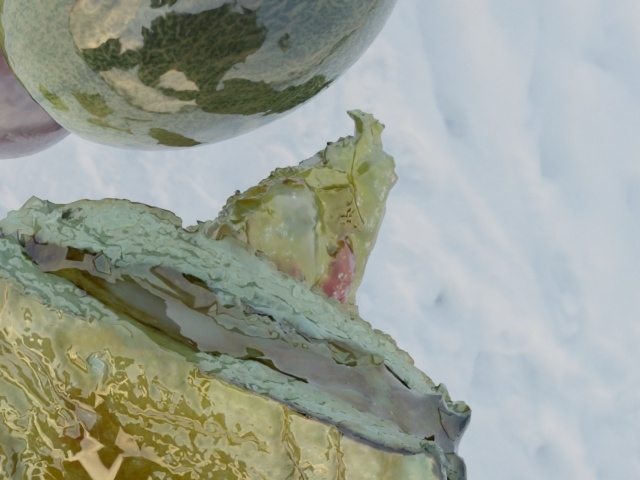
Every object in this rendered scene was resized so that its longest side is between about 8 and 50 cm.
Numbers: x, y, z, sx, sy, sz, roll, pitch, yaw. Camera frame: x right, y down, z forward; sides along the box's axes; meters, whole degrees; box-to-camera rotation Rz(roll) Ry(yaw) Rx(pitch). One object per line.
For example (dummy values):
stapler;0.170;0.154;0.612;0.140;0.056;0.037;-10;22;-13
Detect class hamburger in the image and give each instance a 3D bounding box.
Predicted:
hamburger;-0.074;0.119;0.520;0.308;0.132;0.211;24;115;-8

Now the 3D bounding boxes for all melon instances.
melon;-0.088;-0.201;0.697;0.329;0.249;0.249;-29;122;12

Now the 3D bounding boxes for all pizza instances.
pizza;0.000;0.000;0.731;0.288;0.075;0.280;-65;149;-26

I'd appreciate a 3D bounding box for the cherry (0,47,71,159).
cherry;-0.308;-0.219;0.865;0.307;0.221;0.261;43;72;-41
